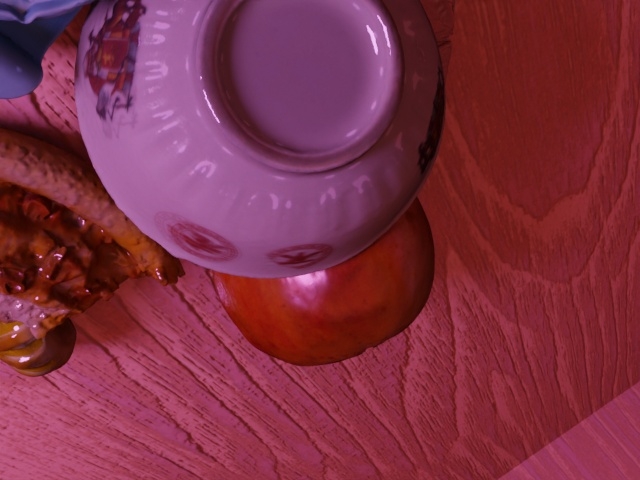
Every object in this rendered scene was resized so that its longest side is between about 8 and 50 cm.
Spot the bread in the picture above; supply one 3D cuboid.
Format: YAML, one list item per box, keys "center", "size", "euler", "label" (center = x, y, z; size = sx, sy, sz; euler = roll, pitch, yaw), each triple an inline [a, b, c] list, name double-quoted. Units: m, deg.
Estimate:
- center: [-0.324, 0.100, 0.741]
  size: [0.083, 0.094, 0.157]
  euler: [-30, 148, -12]
  label: "bread"

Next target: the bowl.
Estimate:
- center: [-0.029, -0.127, 0.538]
  size: [0.337, 0.157, 0.337]
  euler: [-1, 94, -13]
  label: "bowl"

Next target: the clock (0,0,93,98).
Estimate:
- center: [-0.218, -0.249, 0.448]
  size: [0.274, 0.094, 0.223]
  euler: [-43, 142, 10]
  label: "clock"

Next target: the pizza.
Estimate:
- center: [-0.288, -0.006, 0.649]
  size: [0.365, 0.074, 0.182]
  euler: [35, 82, -43]
  label: "pizza"

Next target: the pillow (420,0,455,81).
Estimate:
- center: [0.096, -0.217, 0.756]
  size: [0.126, 0.043, 0.232]
  euler: [-20, 135, -24]
  label: "pillow"

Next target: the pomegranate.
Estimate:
- center: [0.000, 0.000, 0.764]
  size: [0.252, 0.270, 0.229]
  euler: [-22, 178, 34]
  label: "pomegranate"
